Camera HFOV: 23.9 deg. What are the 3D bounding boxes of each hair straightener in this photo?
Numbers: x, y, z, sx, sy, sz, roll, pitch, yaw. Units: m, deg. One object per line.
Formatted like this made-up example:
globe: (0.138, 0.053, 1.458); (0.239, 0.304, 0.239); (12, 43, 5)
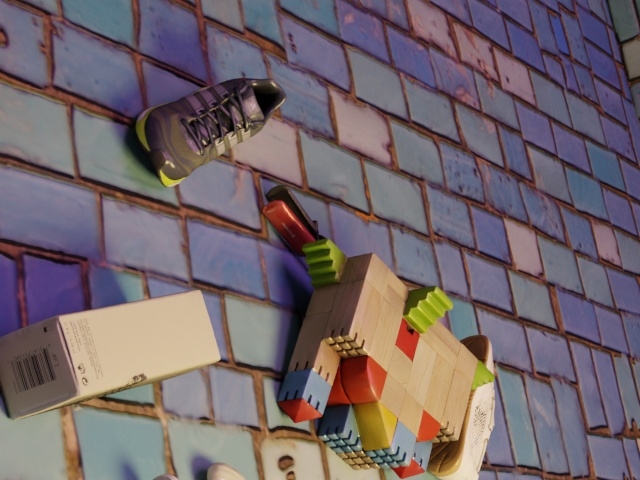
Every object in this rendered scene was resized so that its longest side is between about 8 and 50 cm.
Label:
hair straightener: (0.000, 0.000, 2.267); (0.230, 0.047, 0.089); (46, 31, -24)

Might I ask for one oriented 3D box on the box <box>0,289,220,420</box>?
box: (-0.240, 0.127, 1.731); (0.275, 0.113, 0.094); (-8, 79, -59)

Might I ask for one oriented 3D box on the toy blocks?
toy blocks: (0.087, 0.210, 2.189); (0.381, 0.191, 0.261); (45, 49, -35)

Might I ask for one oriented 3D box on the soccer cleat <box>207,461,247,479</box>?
soccer cleat: (-0.071, 0.350, 1.898); (0.196, 0.076, 0.068); (57, 31, -19)

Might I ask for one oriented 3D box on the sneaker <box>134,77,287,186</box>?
sneaker: (-0.148, -0.165, 2.060); (0.111, 0.121, 0.300); (62, 30, -11)

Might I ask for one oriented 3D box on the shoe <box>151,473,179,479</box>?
shoe: (-0.156, 0.360, 1.771); (0.081, 0.063, 0.178); (5, 73, -60)

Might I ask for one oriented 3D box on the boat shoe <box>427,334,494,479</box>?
boat shoe: (0.235, 0.281, 2.442); (0.096, 0.098, 0.277); (48, 45, -33)
